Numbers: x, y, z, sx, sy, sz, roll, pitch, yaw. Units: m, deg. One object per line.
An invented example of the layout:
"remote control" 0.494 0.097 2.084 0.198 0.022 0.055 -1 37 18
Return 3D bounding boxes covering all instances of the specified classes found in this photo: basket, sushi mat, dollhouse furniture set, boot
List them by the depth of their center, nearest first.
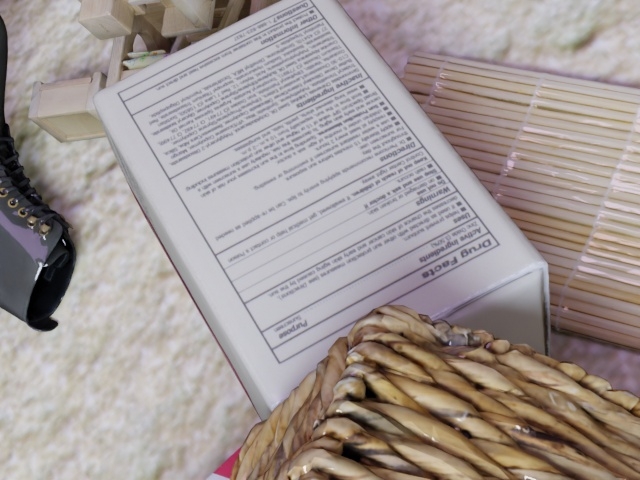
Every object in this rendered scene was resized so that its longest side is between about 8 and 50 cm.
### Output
"basket" 0.076 0.196 0.598 0.223 0.299 0.213 -56 7 38
"sushi mat" 0.161 -0.018 0.792 0.316 0.019 0.151 14 74 31
"dollhouse furniture set" -0.128 -0.151 0.909 0.181 0.161 0.101 -5 66 24
"boot" -0.206 -0.049 0.938 0.137 0.077 0.198 23 111 27

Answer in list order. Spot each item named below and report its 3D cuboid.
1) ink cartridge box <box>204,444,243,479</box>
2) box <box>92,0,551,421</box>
"ink cartridge box" -0.006 0.184 0.756 0.109 0.063 0.150 -43 55 2
"box" 0.000 0.000 0.753 0.148 0.127 0.232 -27 55 -9
